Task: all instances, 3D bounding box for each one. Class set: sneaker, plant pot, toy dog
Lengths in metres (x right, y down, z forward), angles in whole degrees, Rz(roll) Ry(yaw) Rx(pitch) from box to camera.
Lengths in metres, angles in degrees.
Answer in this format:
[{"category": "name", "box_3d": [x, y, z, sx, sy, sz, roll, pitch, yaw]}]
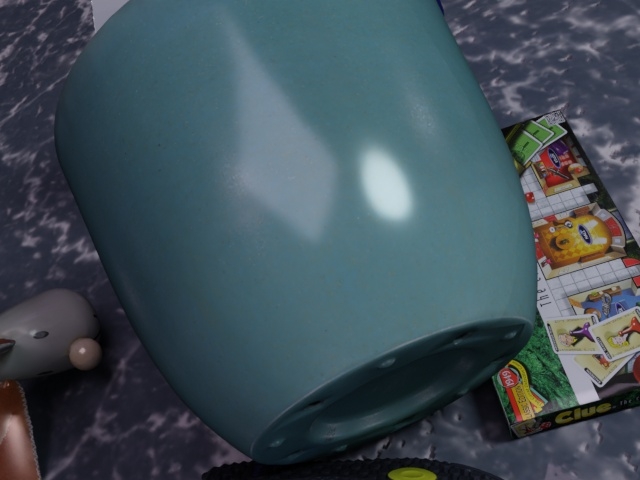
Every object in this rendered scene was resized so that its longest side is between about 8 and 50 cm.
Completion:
[{"category": "sneaker", "box_3d": [0.023, 0.188, 0.461, 0.209, 0.069, 0.082, -4, 87, 7]}, {"category": "plant pot", "box_3d": [0.000, 0.000, 0.467, 0.292, 0.293, 0.235, -25, 62, 1]}, {"category": "toy dog", "box_3d": [-0.279, 0.141, 0.490, 0.160, 0.220, 0.334, 24, 58, 29]}]

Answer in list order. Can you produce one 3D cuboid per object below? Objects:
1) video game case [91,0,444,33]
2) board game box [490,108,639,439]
[{"category": "video game case", "box_3d": [-0.023, -0.191, 0.633, 0.244, 0.269, 0.061, -5, 91, 16]}, {"category": "board game box", "box_3d": [0.169, 0.011, 0.551, 0.136, 0.030, 0.260, -20, 51, 8]}]
